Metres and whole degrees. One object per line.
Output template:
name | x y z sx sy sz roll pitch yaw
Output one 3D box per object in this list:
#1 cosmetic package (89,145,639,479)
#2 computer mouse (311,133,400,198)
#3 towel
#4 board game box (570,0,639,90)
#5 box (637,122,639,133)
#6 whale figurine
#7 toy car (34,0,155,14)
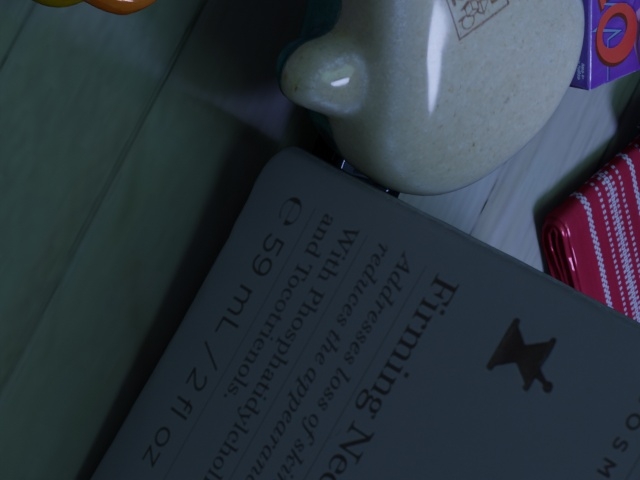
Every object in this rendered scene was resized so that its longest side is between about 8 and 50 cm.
cosmetic package | 0.114 0.197 1.086 0.327 0.393 0.329 30 89 -48
computer mouse | 0.000 0.000 1.192 0.071 0.041 0.242 15 100 -48
towel | 0.282 -0.009 1.485 0.275 0.031 0.199 -40 128 -32
board game box | 0.246 -0.303 1.326 0.208 0.056 0.347 -22 120 -35
box | 0.347 -0.049 1.485 0.159 0.044 0.233 -46 130 -29
whale figurine | 0.048 -0.157 1.046 0.216 0.141 0.272 -38 135 -15
toy car | -0.108 -0.204 0.919 0.159 0.136 0.182 -11 112 -44
